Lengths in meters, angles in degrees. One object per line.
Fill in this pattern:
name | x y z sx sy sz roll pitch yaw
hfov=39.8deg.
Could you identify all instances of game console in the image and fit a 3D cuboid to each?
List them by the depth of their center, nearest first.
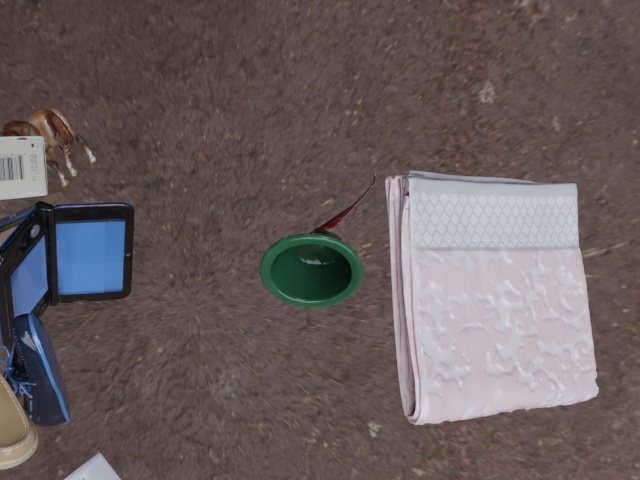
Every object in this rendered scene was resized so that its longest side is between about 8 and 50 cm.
game console | -0.506 0.076 1.766 0.173 0.293 0.250 19 44 5

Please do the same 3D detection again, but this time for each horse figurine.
horse figurine | -0.536 -0.196 1.748 0.066 0.263 0.174 -40 100 -31

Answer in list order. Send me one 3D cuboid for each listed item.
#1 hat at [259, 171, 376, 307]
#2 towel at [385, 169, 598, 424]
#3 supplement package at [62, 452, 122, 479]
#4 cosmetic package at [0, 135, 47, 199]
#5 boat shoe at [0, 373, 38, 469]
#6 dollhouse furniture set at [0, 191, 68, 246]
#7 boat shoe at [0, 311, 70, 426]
hat | 0.000 0.000 1.618 0.208 0.183 0.173 -1 130 4
towel | 0.237 0.070 1.175 0.331 0.053 0.317 0 82 -32
supplement package | -0.294 0.439 1.229 0.134 0.139 0.244 -37 85 -29
cosmetic package | -0.655 -0.134 1.630 0.160 0.309 0.113 -9 99 -46
boat shoe | -0.522 0.176 1.225 0.341 0.110 0.121 39 41 12
dollhouse furniture set | -0.711 -0.116 1.800 0.198 0.286 0.303 -22 109 17
boat shoe | -0.457 0.222 1.391 0.089 0.109 0.258 -10 131 -12
